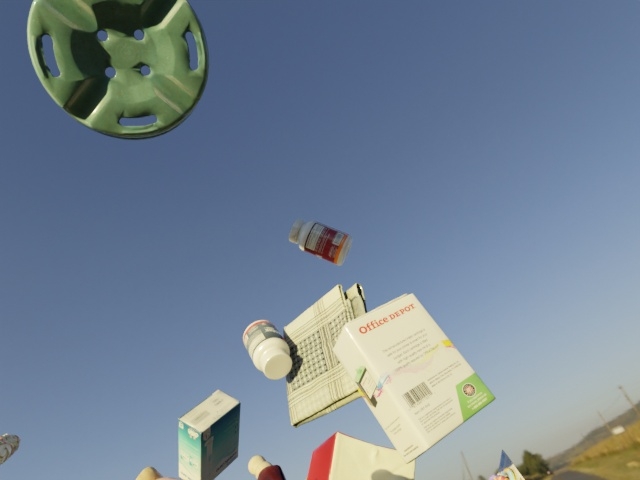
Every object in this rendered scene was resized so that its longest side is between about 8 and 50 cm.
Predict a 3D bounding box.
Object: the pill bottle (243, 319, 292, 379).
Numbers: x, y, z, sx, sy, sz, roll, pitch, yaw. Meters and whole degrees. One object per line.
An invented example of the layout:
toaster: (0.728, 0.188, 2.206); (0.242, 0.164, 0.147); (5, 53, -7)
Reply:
pill bottle: (-0.148, 0.313, 1.247); (0.108, 0.180, 0.107); (-8, -69, -23)

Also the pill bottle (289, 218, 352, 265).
pill bottle: (0.000, 0.000, 1.133); (0.152, 0.086, 0.086); (23, -38, 11)

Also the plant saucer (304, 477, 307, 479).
plant saucer: (0.026, 0.662, 1.256); (0.188, 0.045, 0.188); (-43, -11, -23)

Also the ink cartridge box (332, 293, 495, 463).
ink cartridge box: (0.187, 0.278, 0.925); (0.201, 0.278, 0.117); (-19, -31, -30)

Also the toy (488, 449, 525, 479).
toy: (0.427, 0.596, 1.013); (0.056, 0.136, 0.237); (11, -3, 4)

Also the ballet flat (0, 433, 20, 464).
ballet flat: (-0.832, 0.532, 1.066); (0.091, 0.077, 0.241); (-67, -20, -10)

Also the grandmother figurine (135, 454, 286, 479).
grandmother figurine: (-0.116, 0.373, 0.569); (0.343, 0.208, 0.104); (-6, -60, 28)

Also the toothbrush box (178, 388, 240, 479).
toothbrush box: (-0.435, 0.783, 1.718); (0.216, 0.126, 0.295); (-26, -54, -54)

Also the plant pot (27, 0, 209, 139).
plant pot: (-0.357, -0.336, 0.796); (0.341, 0.334, 0.341); (-8, -68, -21)

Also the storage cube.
storage cube: (0.074, 0.542, 0.915); (0.184, 0.215, 0.193); (19, -40, -5)

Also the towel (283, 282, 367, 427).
towel: (0.011, 0.301, 1.181); (0.056, 0.312, 0.324); (30, -55, -35)
